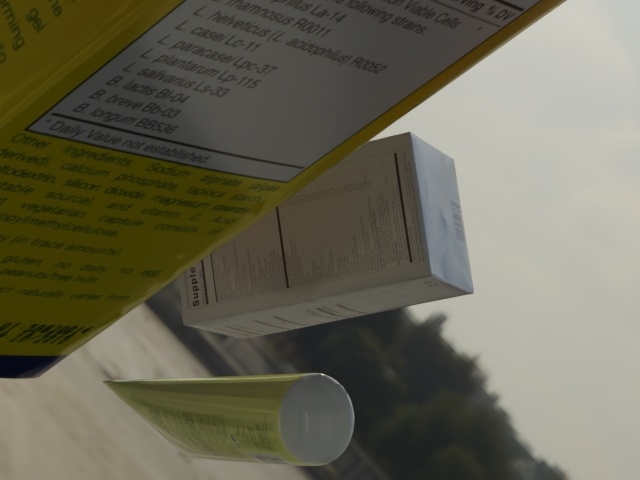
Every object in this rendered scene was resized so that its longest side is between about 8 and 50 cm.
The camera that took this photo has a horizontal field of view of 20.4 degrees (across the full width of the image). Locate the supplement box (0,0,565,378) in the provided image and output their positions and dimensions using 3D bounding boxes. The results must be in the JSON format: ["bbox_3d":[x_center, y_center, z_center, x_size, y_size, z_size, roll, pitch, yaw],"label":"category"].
[{"bbox_3d":[-0.089,-0.114,0.700,0.194,0.356,0.195,10,51,-56],"label":"supplement box"}]

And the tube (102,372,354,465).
[{"bbox_3d":[-0.068,0.124,1.250,0.240,0.062,0.070,-10,-91,56],"label":"tube"}]

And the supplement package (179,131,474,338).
[{"bbox_3d":[0.000,0.000,1.652,0.134,0.244,0.139,22,58,-67],"label":"supplement package"}]
